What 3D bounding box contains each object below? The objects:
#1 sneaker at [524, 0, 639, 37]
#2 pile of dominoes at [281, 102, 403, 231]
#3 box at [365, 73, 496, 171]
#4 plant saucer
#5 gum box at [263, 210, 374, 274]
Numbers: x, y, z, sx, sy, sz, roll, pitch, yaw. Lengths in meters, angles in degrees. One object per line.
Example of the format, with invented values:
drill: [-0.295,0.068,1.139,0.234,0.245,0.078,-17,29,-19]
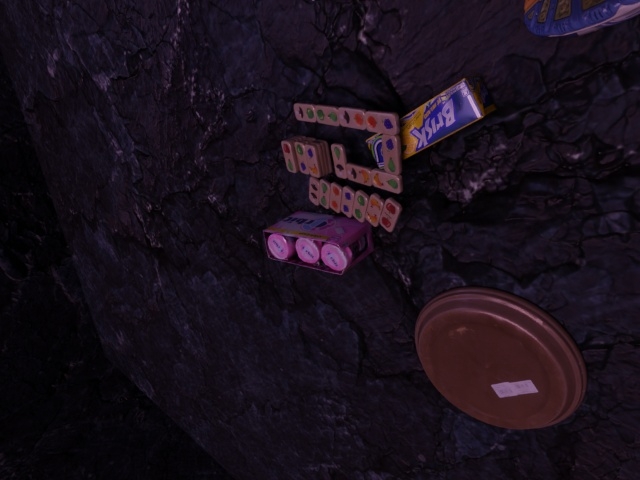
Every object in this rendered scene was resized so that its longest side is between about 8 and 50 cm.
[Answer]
sneaker: [0.321,-0.244,0.325,0.296,0.130,0.112,179,94,-66]
pile of dominoes: [0.027,-0.115,0.651,0.251,0.040,0.196,27,137,47]
box: [0.149,-0.160,0.560,0.169,0.059,0.054,-24,97,46]
plant saucer: [0.282,0.207,0.674,0.277,0.041,0.278,20,125,31]
gum box: [0.000,0.000,0.749,0.188,0.107,0.062,10,120,37]
